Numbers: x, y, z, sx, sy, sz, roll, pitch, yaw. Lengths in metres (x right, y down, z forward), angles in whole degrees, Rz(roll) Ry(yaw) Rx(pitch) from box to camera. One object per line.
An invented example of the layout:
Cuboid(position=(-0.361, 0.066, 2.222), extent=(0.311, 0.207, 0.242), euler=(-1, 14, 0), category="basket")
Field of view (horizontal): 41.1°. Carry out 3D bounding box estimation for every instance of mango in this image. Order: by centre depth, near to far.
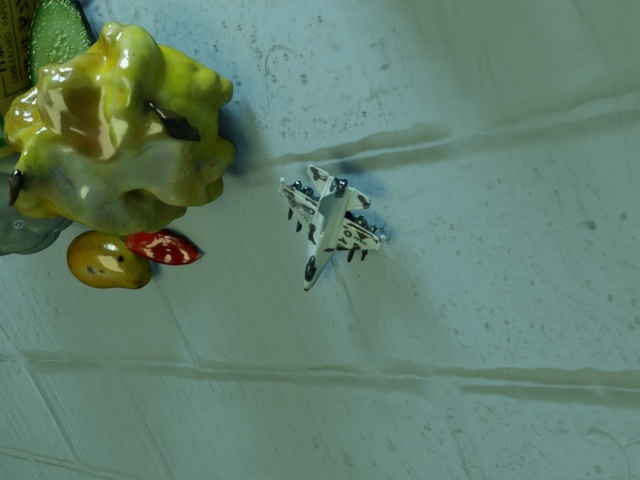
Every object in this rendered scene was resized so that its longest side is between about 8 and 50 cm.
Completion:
Cuboid(position=(-0.379, 0.035, 1.517), extent=(0.178, 0.090, 0.115), euler=(3, 128, 40), category="mango")

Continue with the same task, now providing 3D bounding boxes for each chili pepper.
Cuboid(position=(-0.276, 0.009, 1.426), extent=(0.191, 0.050, 0.059), euler=(13, 109, 29), category="chili pepper")

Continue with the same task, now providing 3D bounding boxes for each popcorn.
Cuboid(position=(-0.272, -0.156, 1.170), extent=(0.316, 0.281, 0.297), euler=(5, 123, -4), category="popcorn")

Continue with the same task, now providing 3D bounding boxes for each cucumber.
Cuboid(position=(-0.390, -0.275, 1.325), extent=(0.115, 0.063, 0.244), euler=(6, 128, -4), category="cucumber")

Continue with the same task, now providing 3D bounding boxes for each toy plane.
Cuboid(position=(0.009, -0.014, 1.123), extent=(0.160, 0.082, 0.234), euler=(30, 150, 12), category="toy plane")

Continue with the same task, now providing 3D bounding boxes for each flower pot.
Cuboid(position=(-0.544, -0.094, 1.505), extent=(0.246, 0.195, 0.246), euler=(26, 133, 31), category="flower pot")

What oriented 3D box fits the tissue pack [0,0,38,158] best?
Cuboid(position=(-0.579, -0.353, 1.335), extent=(0.293, 0.228, 0.382), euler=(28, 135, 25), category="tissue pack")
